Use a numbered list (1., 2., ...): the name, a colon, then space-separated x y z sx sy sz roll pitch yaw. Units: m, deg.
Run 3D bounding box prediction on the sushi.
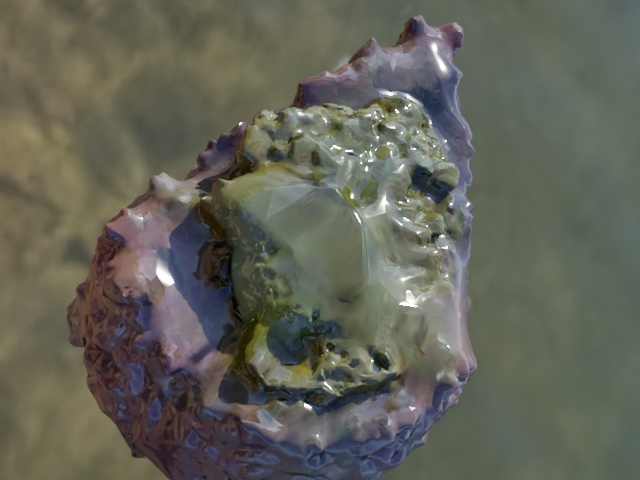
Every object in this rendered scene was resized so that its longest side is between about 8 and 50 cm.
1. sushi: 0.011 0.016 0.805 0.241 0.107 0.161 -34 78 -31
